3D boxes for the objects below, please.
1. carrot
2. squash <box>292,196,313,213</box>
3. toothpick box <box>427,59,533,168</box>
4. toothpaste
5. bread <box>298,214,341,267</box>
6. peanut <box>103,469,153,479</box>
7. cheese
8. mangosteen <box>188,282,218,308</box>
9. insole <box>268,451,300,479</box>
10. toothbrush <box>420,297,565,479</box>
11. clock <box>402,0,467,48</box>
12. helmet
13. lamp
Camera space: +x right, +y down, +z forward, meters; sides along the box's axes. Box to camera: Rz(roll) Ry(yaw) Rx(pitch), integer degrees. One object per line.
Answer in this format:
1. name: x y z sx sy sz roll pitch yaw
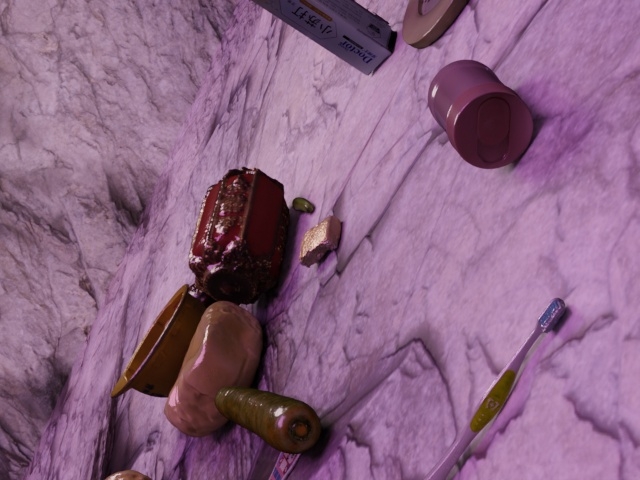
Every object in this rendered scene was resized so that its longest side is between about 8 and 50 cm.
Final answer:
1. carrot: -0.089 0.253 1.524 0.074 0.074 0.358 -67 20 -11
2. squash: -0.032 -0.065 1.901 0.027 0.027 0.089 -65 20 -3
3. toothpick box: 0.195 -0.159 1.289 0.098 0.098 0.149 -58 19 18
4. toothpaste: -0.011 -0.416 1.857 0.089 0.313 0.071 -39 28 46
5. bread: 0.000 0.000 1.710 0.083 0.035 0.070 -40 29 38
6. peanut: -0.395 0.548 1.873 0.313 0.152 0.152 -57 19 13
7. cheese: -0.186 0.224 1.804 0.214 0.117 0.226 -57 14 30
8. mangosteen: -0.238 0.123 2.137 0.081 0.081 0.081 -53 21 30
9. insole: -0.059 0.330 1.469 0.197 0.004 0.065 -62 18 5
10. toothbrush: 0.168 0.165 1.049 0.263 0.022 0.026 -58 7 16
11. clock: 0.209 -0.428 1.735 0.235 0.029 0.235 -55 20 31
12. helmet: -0.270 0.219 1.974 0.205 0.140 0.257 -36 24 57
13. lamp: -0.146 -0.008 1.917 0.177 0.177 0.274 -48 25 40
